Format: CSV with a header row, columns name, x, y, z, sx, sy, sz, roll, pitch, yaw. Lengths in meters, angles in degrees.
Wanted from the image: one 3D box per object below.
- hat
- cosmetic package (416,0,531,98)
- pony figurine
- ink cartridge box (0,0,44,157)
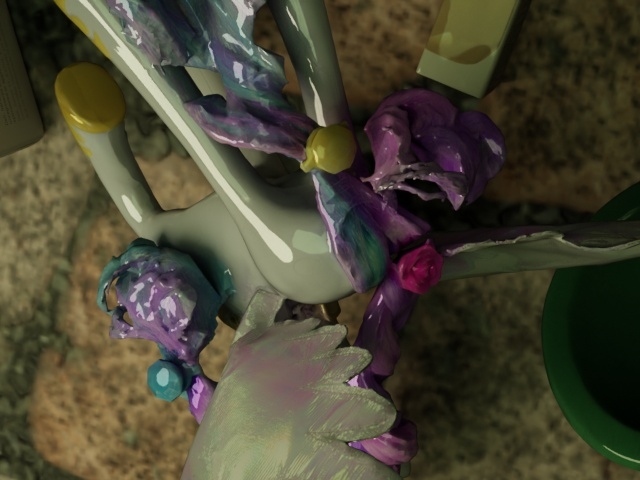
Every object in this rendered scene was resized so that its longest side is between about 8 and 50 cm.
name,x,y,z,sx,sy,sz,roll,pitch,yaw
hat,0.246,0.084,1.057,0.173,0.183,0.208,-32,51,18
cosmetic package,0.095,-0.141,1.031,0.041,0.060,0.115,23,107,10
pony figurine,0.000,0.000,0.978,0.303,0.351,0.363,-29,95,-21
ink cartridge box,-0.297,-0.108,1.003,0.119,0.353,0.207,-13,98,19
